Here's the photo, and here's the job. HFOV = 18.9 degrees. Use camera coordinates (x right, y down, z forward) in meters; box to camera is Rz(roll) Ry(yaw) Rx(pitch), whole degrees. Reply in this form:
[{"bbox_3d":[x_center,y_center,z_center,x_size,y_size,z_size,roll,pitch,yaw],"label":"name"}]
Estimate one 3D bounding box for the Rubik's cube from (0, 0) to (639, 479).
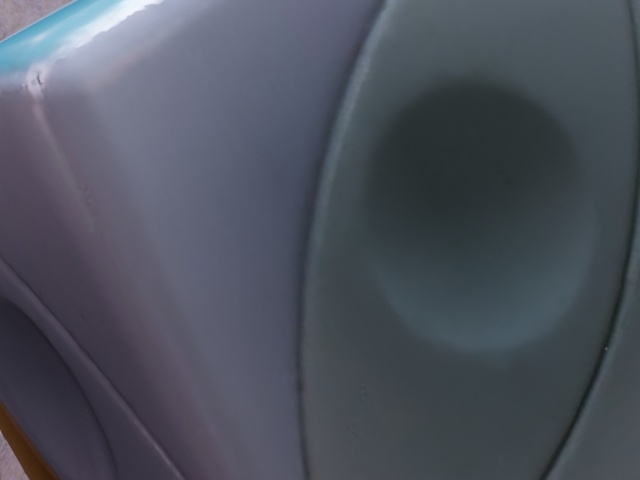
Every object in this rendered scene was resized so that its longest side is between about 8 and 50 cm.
[{"bbox_3d":[0.000,0.000,1.039,0.351,0.347,0.352,-30,10,-21],"label":"Rubik's cube"}]
